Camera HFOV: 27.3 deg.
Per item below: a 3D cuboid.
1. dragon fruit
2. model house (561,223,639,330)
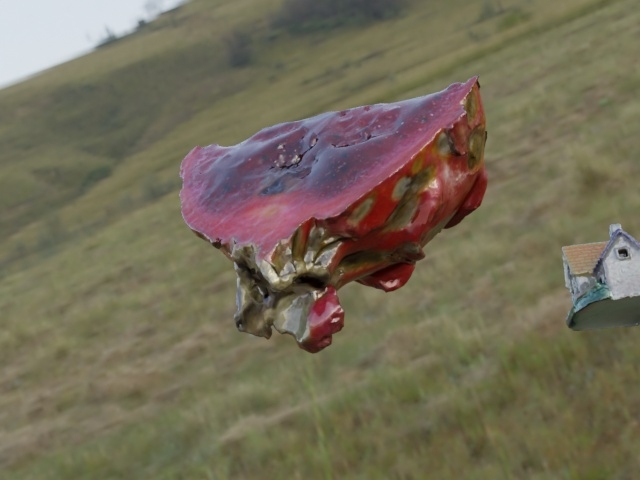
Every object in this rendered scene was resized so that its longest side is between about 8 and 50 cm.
[{"bbox_3d":[0.000,0.000,0.992,0.262,0.134,0.211,-9,30,32],"label":"dragon fruit"},{"bbox_3d":[0.318,0.037,1.474,0.087,0.100,0.101,-4,-22,-1],"label":"model house"}]
